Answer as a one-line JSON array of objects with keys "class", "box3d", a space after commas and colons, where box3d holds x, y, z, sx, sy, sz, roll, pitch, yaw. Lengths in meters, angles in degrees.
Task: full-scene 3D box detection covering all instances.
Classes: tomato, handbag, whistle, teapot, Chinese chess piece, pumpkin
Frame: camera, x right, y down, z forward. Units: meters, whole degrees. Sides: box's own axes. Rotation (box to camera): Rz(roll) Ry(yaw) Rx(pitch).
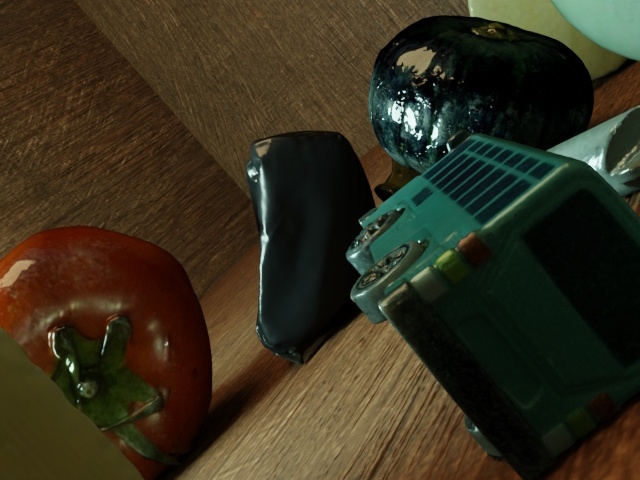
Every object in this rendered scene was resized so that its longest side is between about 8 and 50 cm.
[{"class": "tomato", "box3d": [-0.296, 0.152, 1.015, 0.341, 0.341, 0.273, -42, 15, -10]}, {"class": "handbag", "box3d": [0.003, -0.001, 1.054, 0.178, 0.275, 0.302, -7, 3, 2]}, {"class": "whistle", "box3d": [0.193, -0.045, 0.684, 0.062, 0.062, 0.312, -44, 7, -25]}, {"class": "teapot", "box3d": [0.131, -0.090, 1.017, 0.119, 0.130, 0.165, -56, -28, -4]}, {"class": "Chinese chess piece", "box3d": [0.312, -0.323, 1.013, 0.251, 0.251, 0.097, -36, 12, 40]}, {"class": "pumpkin", "box3d": [0.167, -0.148, 0.841, 0.233, 0.233, 0.163, -52, -29, -61]}]

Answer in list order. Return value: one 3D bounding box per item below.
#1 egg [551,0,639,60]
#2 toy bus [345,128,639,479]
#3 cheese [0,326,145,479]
[{"class": "egg", "box3d": [0.311, -0.290, 0.662, 0.276, 0.276, 0.389, -38, 5, 30]}, {"class": "toy bus", "box3d": [0.107, 0.015, 0.490, 0.147, 0.128, 0.256, -39, 9, 7]}, {"class": "cheese", "box3d": [-0.215, 0.205, 0.479, 0.124, 0.265, 0.242, -39, 6, 21]}]
